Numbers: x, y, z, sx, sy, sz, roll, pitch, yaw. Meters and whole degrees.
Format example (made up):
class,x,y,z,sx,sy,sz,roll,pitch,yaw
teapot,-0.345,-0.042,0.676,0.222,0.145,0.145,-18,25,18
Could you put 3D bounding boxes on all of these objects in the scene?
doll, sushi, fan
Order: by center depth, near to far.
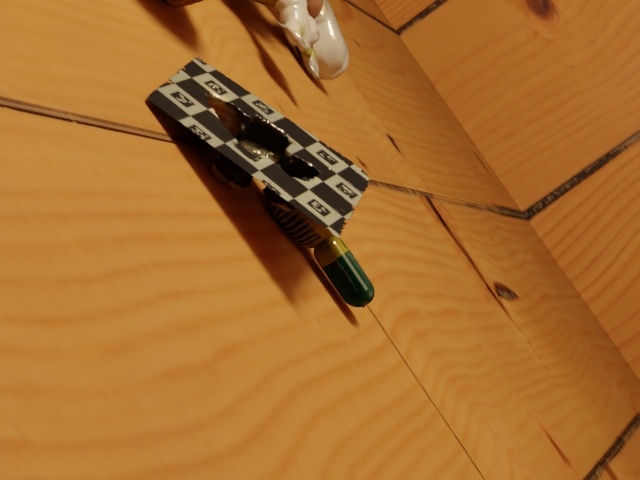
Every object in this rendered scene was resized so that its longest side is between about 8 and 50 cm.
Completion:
class,x,y,z,sx,sy,sz,roll,pitch,yaw
sushi,-0.061,-0.077,1.525,0.210,0.040,0.193,35,22,-1
fan,0.000,0.000,1.598,0.155,0.039,0.082,56,11,2
doll,-0.061,-0.369,2.146,0.348,0.161,0.423,63,11,-3

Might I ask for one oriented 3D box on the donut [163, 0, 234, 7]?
class,x,y,z,sx,sy,sz,roll,pitch,yaw
donut,-0.143,-0.354,1.731,0.226,0.114,0.226,-15,90,-90
